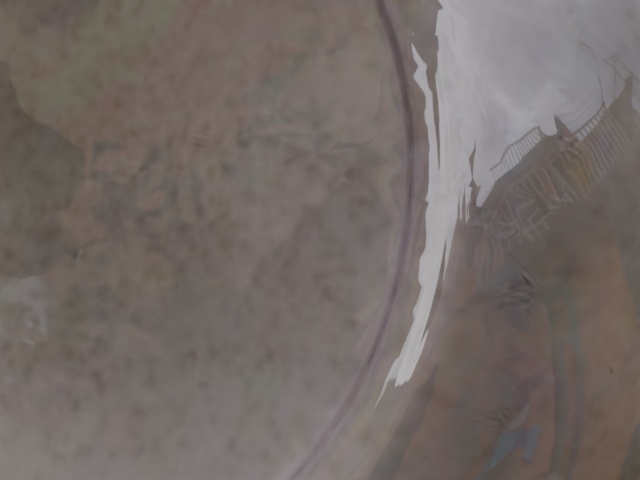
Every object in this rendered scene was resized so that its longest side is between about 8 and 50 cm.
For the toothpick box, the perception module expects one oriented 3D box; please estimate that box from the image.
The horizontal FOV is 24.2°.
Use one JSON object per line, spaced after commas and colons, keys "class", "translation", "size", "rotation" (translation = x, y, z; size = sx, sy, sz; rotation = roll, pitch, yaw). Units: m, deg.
{"class": "toothpick box", "translation": [0.000, 0.000, 0.657], "size": [0.409, 0.409, 0.425], "rotation": [32, 10, 26]}
